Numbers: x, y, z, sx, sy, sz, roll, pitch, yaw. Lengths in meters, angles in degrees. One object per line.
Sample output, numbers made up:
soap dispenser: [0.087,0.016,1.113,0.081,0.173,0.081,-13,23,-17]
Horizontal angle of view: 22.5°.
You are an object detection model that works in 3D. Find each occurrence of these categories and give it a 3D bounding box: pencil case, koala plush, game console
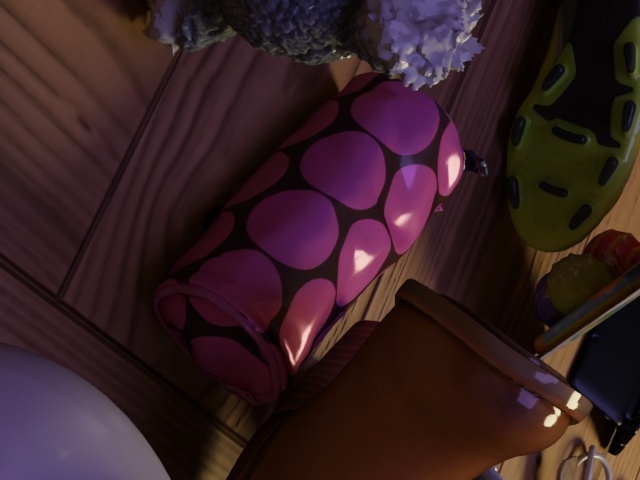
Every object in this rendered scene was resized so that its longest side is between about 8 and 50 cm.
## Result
pencil case: [0.000,0.000,0.880,0.209,0.095,0.098,-46,140,-36]
koala plush: [0.014,-0.181,0.767,0.203,0.196,0.221,36,66,-64]
game console: [0.247,0.100,1.331,0.122,0.071,0.107,-61,172,-23]

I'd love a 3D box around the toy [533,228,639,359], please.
toy: [0.200,0.022,1.110,0.137,0.237,0.056,-22,79,-51]

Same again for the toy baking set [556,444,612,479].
toy baking set: [0.213,0.277,1.323,0.256,0.030,0.196,43,61,-52]

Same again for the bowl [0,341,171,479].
bowl: [-0.102,0.159,0.519,0.298,0.134,0.298,-5,90,-73]

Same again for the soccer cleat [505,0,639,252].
soccer cleat: [0.203,-0.130,1.134,0.121,0.093,0.289,9,93,-66]

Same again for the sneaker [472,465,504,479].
sneaker: [0.070,0.167,1.002,0.232,0.115,0.090,49,60,-49]

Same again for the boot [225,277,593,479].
boot: [0.004,0.134,0.777,0.109,0.283,0.220,40,75,-14]
